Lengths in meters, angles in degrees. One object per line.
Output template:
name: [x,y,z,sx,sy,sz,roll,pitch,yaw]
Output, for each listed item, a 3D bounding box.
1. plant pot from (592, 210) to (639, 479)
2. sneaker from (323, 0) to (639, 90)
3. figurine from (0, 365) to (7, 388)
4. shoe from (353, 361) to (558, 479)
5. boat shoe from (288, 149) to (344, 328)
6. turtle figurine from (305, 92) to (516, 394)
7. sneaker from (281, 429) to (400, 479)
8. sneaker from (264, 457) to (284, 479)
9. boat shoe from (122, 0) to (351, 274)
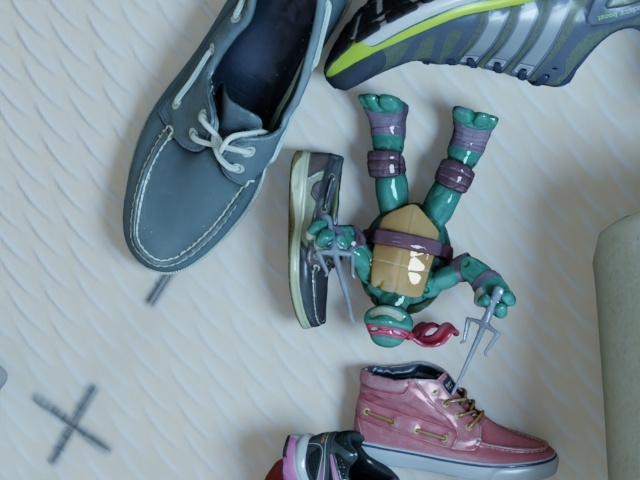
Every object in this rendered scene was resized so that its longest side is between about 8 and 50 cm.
plant pot: [0.348,0.122,1.518,0.334,0.334,0.305,-11,76,8]
sneaker: [0.146,-0.170,1.598,0.300,0.111,0.121,-18,112,16]
figurine: [-0.372,0.114,1.644,0.215,0.209,0.092,41,101,-1]
shoe: [0.115,0.152,1.671,0.178,0.063,0.081,6,105,10]
boat shoe: [0.000,0.000,1.664,0.049,0.056,0.152,0,99,11]
turtle figurine: [0.070,0.003,1.627,0.175,0.118,0.234,11,85,-10]
sneaker: [0.041,0.231,1.661,0.077,0.072,0.178,-19,121,32]
sneaker: [0.000,0.301,1.715,0.128,0.087,0.221,8,98,-14]
boat shoe: [-0.078,-0.110,1.633,0.116,0.099,0.319,31,101,0]
